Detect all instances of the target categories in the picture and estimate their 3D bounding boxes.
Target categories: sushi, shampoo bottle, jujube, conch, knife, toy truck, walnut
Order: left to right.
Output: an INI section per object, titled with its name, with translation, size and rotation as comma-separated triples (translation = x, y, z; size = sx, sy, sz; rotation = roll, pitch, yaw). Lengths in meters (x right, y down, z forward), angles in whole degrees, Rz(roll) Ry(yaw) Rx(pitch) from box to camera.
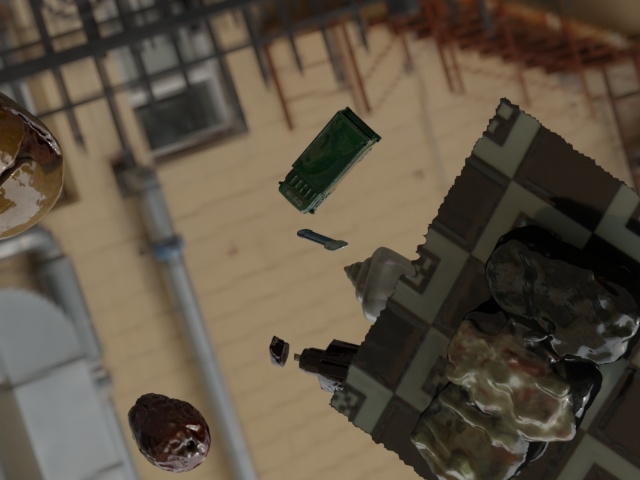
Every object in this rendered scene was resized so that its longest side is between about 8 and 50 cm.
[walnut]
translation = -0.435, -0.094, 2.087
size = 0.203, 0.203, 0.298
rotation = -13, 169, 25
[jujube]
translation = -0.161, 0.195, 1.801
size = 0.077, 0.077, 0.129
rotation = -20, -162, -17
[knife]
translation = 0.000, 0.000, 2.124
size = 0.027, 0.010, 0.096
rotation = -20, -158, -27
[toy truck]
translation = 0.009, -0.101, 2.268
size = 0.147, 0.065, 0.079
rotation = -48, 174, 20
[shampoo bottle]
translation = 0.052, 0.164, 2.148
size = 0.236, 0.068, 0.067
rotation = 11, -137, 17
[conch]
translation = 0.112, 0.071, 2.250
size = 0.176, 0.104, 0.094
rotation = 16, -169, 1
[sushi]
translation = 0.172, 0.115, 1.519
size = 0.100, 0.296, 0.373
rotation = -33, 156, -57
